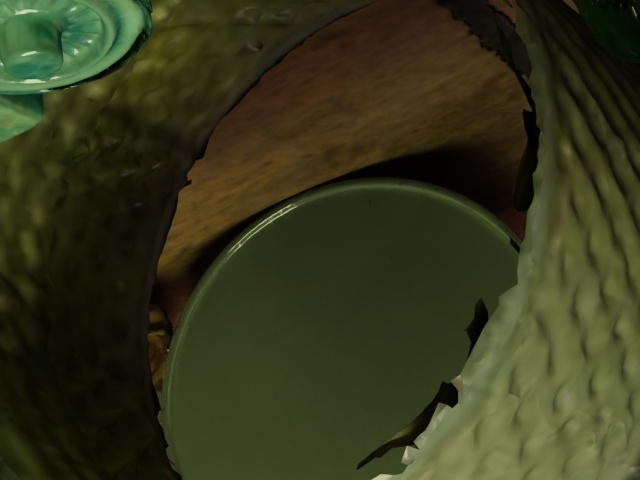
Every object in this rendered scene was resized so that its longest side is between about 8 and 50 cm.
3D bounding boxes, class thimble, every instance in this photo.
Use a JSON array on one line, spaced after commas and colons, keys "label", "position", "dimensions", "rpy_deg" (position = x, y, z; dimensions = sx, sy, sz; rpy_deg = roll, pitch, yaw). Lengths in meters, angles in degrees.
[{"label": "thimble", "position": [0.000, 0.000, 0.593], "dimensions": [0.271, 0.271, 0.150], "rpy_deg": [-27, 153, 23]}]

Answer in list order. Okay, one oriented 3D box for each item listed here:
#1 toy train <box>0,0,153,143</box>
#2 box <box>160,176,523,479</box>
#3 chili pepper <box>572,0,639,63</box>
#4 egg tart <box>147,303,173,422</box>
[{"label": "toy train", "position": [-0.183, -0.100, 0.436], "dimensions": [0.194, 0.120, 0.298], "rpy_deg": [-23, 157, 26]}, {"label": "box", "position": [0.045, 0.095, 0.877], "dimensions": [0.226, 0.226, 0.149], "rpy_deg": [-23, 156, 14]}, {"label": "chili pepper", "position": [0.164, -0.141, 0.549], "dimensions": [0.148, 0.116, 0.264], "rpy_deg": [-28, 180, 44]}, {"label": "egg tart", "position": [-0.229, 0.120, 0.885], "dimensions": [0.341, 0.129, 0.341], "rpy_deg": [-15, 156, -7]}]
